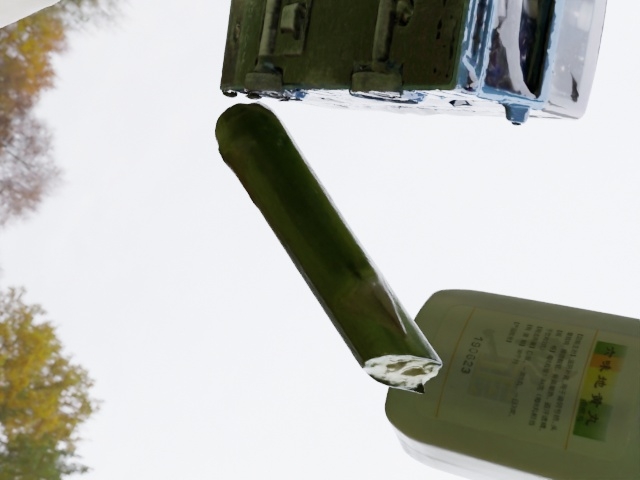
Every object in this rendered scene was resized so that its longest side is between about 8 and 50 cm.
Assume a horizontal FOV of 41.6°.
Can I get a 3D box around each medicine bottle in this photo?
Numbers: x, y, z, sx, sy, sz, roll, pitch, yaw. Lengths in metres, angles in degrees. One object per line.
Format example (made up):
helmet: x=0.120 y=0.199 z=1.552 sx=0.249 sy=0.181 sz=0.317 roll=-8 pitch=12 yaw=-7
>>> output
medicine bottle: x=0.236 y=0.152 z=0.779 sx=0.324 sy=0.124 sz=0.179 roll=8 pitch=-127 yaw=30

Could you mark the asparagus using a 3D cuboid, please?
asparagus: x=-0.001 y=0.001 z=0.666 sx=0.060 sy=0.067 sz=0.278 roll=-34 pitch=-115 yaw=1

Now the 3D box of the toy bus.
toy bus: x=0.040 y=-0.136 z=0.566 sx=0.297 sy=0.130 sz=0.106 roll=17 pitch=-80 yaw=57

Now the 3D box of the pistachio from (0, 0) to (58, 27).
pistachio: x=-0.176 y=-0.221 z=0.396 sx=0.331 sy=0.226 sz=0.208 roll=-25 pitch=-151 yaw=7
